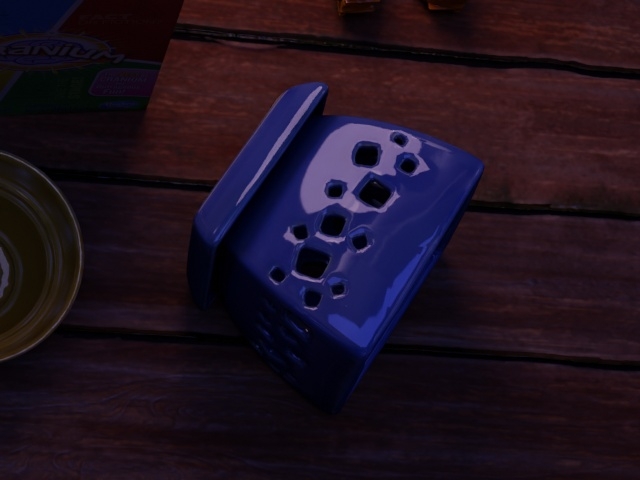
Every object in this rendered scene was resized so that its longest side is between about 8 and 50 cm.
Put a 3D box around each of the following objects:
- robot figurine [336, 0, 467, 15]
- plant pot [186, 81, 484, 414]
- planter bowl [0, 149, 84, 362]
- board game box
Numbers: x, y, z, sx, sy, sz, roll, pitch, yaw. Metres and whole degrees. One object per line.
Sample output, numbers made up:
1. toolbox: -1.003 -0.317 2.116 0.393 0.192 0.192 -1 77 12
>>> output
1. robot figurine: 0.076 -0.391 1.870 0.211 0.085 0.291 -4 77 -15
2. plant pot: 0.000 0.000 1.679 0.212 0.236 0.236 32 70 4
3. planter bowl: -0.341 0.023 1.663 0.217 0.090 0.217 3 76 -13
4. board game box: -0.266 -0.199 1.621 0.242 0.316 0.064 -4 76 -13
